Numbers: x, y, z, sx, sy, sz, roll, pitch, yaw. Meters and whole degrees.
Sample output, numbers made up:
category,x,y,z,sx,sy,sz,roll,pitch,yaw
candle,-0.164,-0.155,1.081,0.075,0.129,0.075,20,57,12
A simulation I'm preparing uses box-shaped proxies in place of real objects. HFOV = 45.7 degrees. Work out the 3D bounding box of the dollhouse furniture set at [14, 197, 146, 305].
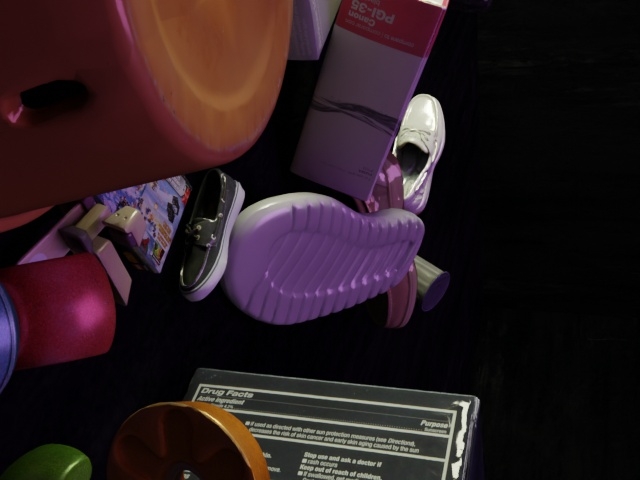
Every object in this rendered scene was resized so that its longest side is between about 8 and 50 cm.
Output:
category,x,y,z,sx,sy,sz,roll,pitch,yaw
dollhouse furniture set,-0.167,0.032,0.545,0.081,0.091,0.114,-55,150,-32

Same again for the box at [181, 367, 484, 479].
category,x,y,z,sx,sy,sz,roll,pitch,yaw
box,-0.014,0.291,0.685,0.294,0.296,0.183,-67,153,-46

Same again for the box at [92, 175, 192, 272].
category,x,y,z,sx,sy,sz,roll,pitch,yaw
box,-0.156,-0.047,0.630,0.137,0.027,0.094,67,33,-54

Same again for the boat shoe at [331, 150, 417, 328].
category,x,y,z,sx,sy,sz,roll,pitch,yaw
boat shoe,0.075,0.012,1.245,0.110,0.121,0.341,-26,122,-26

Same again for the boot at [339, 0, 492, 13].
category,x,y,z,sx,sy,sz,roll,pitch,yaw
boot,0.138,-0.481,1.084,0.131,0.260,0.348,33,62,-69

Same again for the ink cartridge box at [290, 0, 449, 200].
category,x,y,z,sx,sy,sz,roll,pitch,yaw
ink cartridge box,0.069,-0.224,0.972,0.207,0.117,0.283,-69,180,-51

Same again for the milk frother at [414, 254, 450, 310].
category,x,y,z,sx,sy,sz,roll,pitch,yaw
milk frother,0.159,0.092,1.441,0.129,0.135,0.143,-50,149,-9

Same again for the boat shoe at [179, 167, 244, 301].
category,x,y,z,sx,sy,sz,roll,pitch,yaw
boat shoe,-0.114,-0.008,0.746,0.040,0.049,0.142,46,45,-40

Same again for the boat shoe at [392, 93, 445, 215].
category,x,y,z,sx,sy,sz,roll,pitch,yaw
boat shoe,0.201,-0.193,1.588,0.096,0.098,0.277,50,48,-66

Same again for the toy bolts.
category,x,y,z,sx,sy,sz,roll,pitch,yaw
toy bolts,-0.163,0.113,0.398,0.158,0.218,0.228,-12,86,-65

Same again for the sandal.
category,x,y,z,sx,sy,sz,roll,pitch,yaw
sandal,-0.006,0.014,0.979,0.416,0.102,0.169,5,111,-56

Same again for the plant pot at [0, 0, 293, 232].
category,x,y,z,sx,sy,sz,roll,pitch,yaw
plant pot,-0.140,-0.138,0.385,0.291,0.203,0.291,4,90,-73

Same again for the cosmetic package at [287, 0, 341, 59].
category,x,y,z,sx,sy,sz,roll,pitch,yaw
cosmetic package,-0.028,-0.323,0.860,0.127,0.107,0.238,76,21,-50
